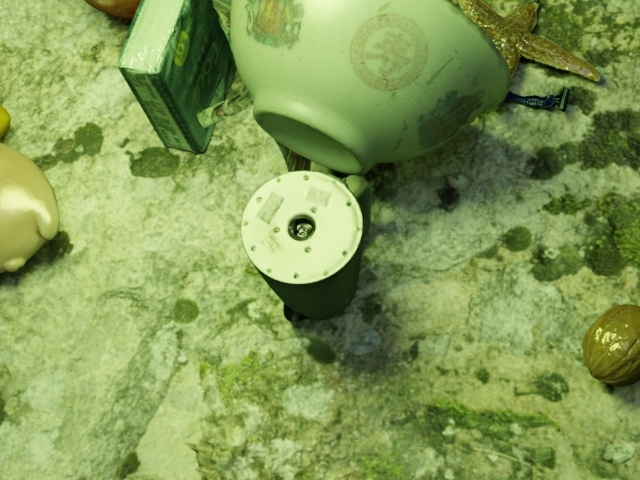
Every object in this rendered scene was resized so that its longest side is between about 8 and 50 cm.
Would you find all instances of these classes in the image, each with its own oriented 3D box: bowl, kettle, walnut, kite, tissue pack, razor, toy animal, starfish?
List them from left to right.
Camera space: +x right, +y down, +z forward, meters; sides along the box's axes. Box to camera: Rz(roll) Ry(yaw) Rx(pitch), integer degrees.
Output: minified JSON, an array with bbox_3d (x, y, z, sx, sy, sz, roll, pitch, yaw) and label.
[{"bbox_3d":[-0.574,-0.096,1.745,0.277,0.247,0.345,-33,68,-6],"label":"toy animal"},{"bbox_3d":[-0.211,-0.269,1.771,0.081,0.257,0.185,14,71,15],"label":"tissue pack"},{"bbox_3d":[-0.083,-0.223,1.772,0.011,0.335,0.314,-14,17,38],"label":"kite"},{"bbox_3d":[0.000,0.000,1.646,0.160,0.243,0.211,27,75,14],"label":"kettle"},{"bbox_3d":[0.027,-0.218,1.641,0.434,0.435,0.196,24,79,15],"label":"bowl"},{"bbox_3d":[0.283,-0.296,1.830,0.295,0.048,0.231,37,57,18],"label":"starfish"},{"bbox_3d":[0.302,-0.222,1.819,0.154,0.028,0.044,11,60,10],"label":"razor"},{"bbox_3d":[0.416,0.143,1.621,0.124,0.105,0.105,-39,69,-14],"label":"walnut"}]

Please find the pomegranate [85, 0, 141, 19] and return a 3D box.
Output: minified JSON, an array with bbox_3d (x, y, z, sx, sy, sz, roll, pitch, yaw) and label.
[{"bbox_3d":[-0.295,-0.500,1.862,0.338,0.338,0.338,-2,68,5],"label":"pomegranate"}]
